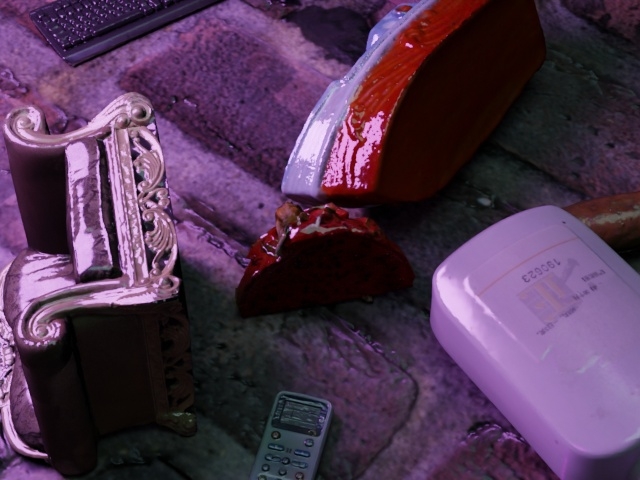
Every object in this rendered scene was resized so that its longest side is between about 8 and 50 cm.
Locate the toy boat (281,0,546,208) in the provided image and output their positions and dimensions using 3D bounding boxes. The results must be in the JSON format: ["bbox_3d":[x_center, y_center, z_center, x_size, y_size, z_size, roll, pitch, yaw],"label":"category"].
[{"bbox_3d":[0.078,-0.139,1.288,0.133,0.145,0.332,10,44,39],"label":"toy boat"}]

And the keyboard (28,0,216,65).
[{"bbox_3d":[-0.194,-0.261,1.458,0.230,0.025,0.094,-29,58,-22],"label":"keyboard"}]

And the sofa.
[{"bbox_3d":[-0.206,0.032,1.100,0.182,0.200,0.258,-7,52,-9],"label":"sofa"}]

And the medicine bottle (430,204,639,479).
[{"bbox_3d":[0.228,0.109,1.095,0.161,0.111,0.296,-29,54,-21],"label":"medicine bottle"}]

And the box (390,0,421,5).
[{"bbox_3d":[0.117,-0.299,1.467,0.111,0.060,0.156,-35,56,-26],"label":"box"}]

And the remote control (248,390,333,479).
[{"bbox_3d":[-0.027,0.177,1.094,0.053,0.018,0.124,12,51,9],"label":"remote control"}]

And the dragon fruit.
[{"bbox_3d":[0.000,0.000,1.184,0.162,0.106,0.083,-6,53,-2],"label":"dragon fruit"}]

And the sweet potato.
[{"bbox_3d":[0.324,-0.030,1.239,0.273,0.075,0.075,-16,52,-7],"label":"sweet potato"}]
